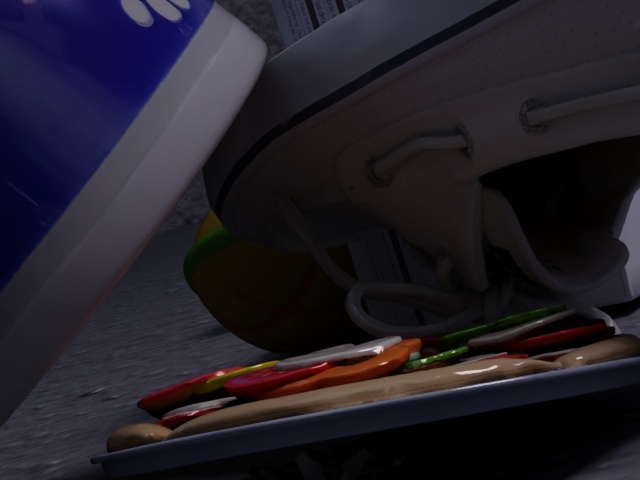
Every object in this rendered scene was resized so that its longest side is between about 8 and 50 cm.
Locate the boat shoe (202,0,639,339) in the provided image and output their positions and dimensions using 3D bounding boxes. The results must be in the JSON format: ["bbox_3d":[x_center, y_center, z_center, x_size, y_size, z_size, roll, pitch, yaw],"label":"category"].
[{"bbox_3d":[0.076,-0.021,0.769,0.136,0.156,0.367,-5,-13,-37],"label":"boat shoe"}]

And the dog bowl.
[{"bbox_3d":[-0.143,-0.008,0.766,0.265,0.104,0.265,-49,10,11],"label":"dog bowl"}]

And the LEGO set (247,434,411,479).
[{"bbox_3d":[0.008,0.082,0.662,0.054,0.023,0.083,-11,-7,34],"label":"LEGO set"}]

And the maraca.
[{"bbox_3d":[-0.001,0.017,1.052,0.127,0.099,0.186,-13,-21,18],"label":"maraca"}]

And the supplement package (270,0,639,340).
[{"bbox_3d":[0.124,-0.078,1.013,0.145,0.204,0.262,-16,4,35],"label":"supplement package"}]

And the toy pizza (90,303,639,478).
[{"bbox_3d":[0.018,0.051,0.670,0.201,0.032,0.201,-10,-6,-1],"label":"toy pizza"}]
